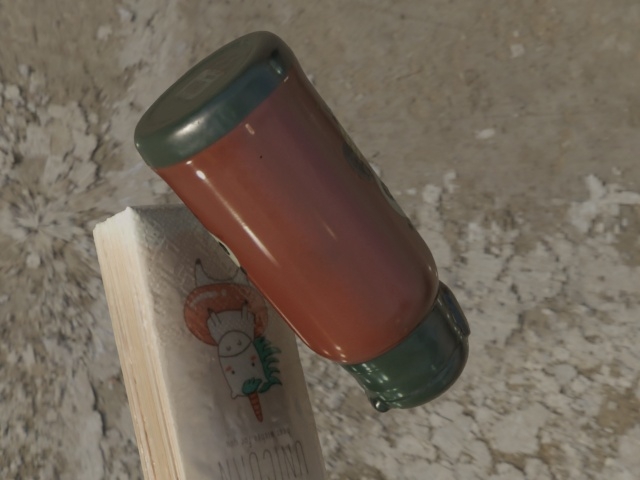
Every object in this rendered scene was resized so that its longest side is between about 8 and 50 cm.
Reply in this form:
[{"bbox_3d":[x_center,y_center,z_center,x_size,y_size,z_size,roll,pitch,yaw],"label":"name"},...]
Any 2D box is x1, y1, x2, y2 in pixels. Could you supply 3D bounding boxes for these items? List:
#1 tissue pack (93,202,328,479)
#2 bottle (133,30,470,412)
[{"bbox_3d":[-0.088,0.129,1.061,0.170,0.071,0.325,-3,76,-47],"label":"tissue pack"},{"bbox_3d":[0.000,0.000,0.995,0.144,0.144,0.336,-41,113,-10],"label":"bottle"}]
